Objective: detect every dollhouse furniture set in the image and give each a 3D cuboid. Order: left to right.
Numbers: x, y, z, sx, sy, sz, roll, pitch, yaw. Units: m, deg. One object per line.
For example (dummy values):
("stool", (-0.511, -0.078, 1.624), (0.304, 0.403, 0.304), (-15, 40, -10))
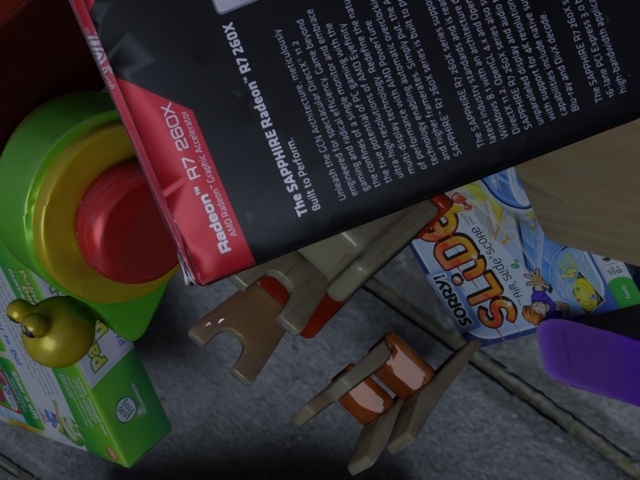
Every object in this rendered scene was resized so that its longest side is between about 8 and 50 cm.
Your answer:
("dollhouse furniture set", (0.000, 0.000, 0.849), (0.262, 0.135, 0.259), (42, 151, 1))

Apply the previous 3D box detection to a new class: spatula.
("spatula", (0.285, 0.084, 0.818), (0.296, 0.030, 0.084), (0, 140, 22))

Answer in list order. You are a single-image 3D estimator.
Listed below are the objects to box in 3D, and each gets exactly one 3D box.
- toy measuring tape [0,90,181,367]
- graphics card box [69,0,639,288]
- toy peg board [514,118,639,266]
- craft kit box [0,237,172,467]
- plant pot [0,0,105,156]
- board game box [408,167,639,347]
("toy measuring tape", (-0.097, -0.081, 0.710), (0.121, 0.121, 0.330), (26, 93, 6))
("graphics card box", (0.074, -0.153, 0.555), (0.371, 0.094, 0.232), (-22, 97, 6))
("toy peg board", (0.168, -0.075, 0.713), (0.160, 0.079, 0.161), (62, 166, -18))
("craft kit box", (-0.252, 0.043, 1.000), (0.247, 0.061, 0.250), (11, 130, 46))
("plant pot", (-0.219, -0.180, 0.695), (0.267, 0.267, 0.236), (46, 163, -10))
("board game box", (0.115, -0.029, 0.849), (0.136, 0.035, 0.201), (-21, 111, 33))
